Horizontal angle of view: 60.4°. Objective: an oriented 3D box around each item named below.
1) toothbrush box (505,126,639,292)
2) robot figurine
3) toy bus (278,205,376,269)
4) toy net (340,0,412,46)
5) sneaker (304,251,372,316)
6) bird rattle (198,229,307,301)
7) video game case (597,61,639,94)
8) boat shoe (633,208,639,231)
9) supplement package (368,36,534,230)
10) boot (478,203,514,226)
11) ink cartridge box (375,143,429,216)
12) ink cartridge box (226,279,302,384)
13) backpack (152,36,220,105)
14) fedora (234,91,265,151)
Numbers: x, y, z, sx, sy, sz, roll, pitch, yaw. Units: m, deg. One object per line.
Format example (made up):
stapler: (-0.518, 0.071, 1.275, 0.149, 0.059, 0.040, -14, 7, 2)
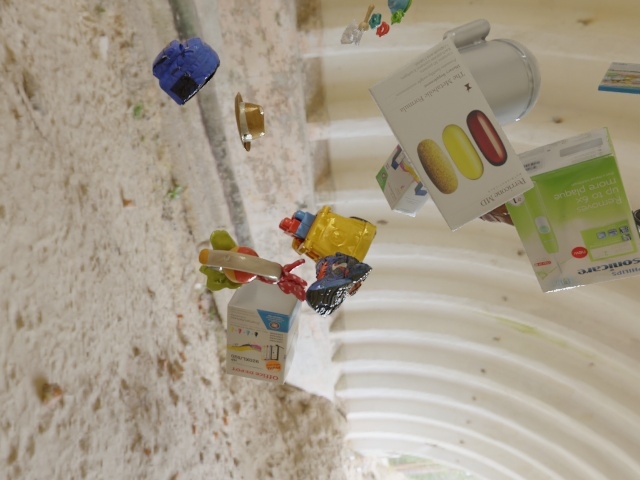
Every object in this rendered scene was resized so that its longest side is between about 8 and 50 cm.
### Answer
toothbrush box: (0.507, -0.052, 1.105, 0.283, 0.206, 0.122, 58, 34, -26)
robot figurine: (0.361, -0.347, 1.267, 0.200, 0.353, 0.300, 20, -53, 58)
toy bus: (0.000, 0.000, 1.301, 0.149, 0.211, 0.220, -65, -172, -12)
toy net: (0.142, -0.555, 1.429, 0.232, 0.045, 0.122, -21, -116, 49)
sneaker: (0.019, 0.076, 1.034, 0.083, 0.087, 0.221, -60, 165, 19)
bird rattle: (-0.154, 0.068, 1.195, 0.207, 0.253, 0.143, 34, 74, -71)
video game case: (0.779, -0.409, 1.382, 0.166, 0.119, 0.015, -46, 140, -39)
boat shoe: (0.850, -0.038, 1.322, 0.076, 0.080, 0.228, 43, 1, -35)
supplement package: (0.196, -0.157, 0.844, 0.244, 0.139, 0.134, 58, 13, -3)
boot: (0.544, -0.131, 1.678, 0.280, 0.096, 0.264, 29, -27, 56)
ink cartridge box: (0.261, -0.198, 1.524, 0.212, 0.093, 0.154, -54, -143, 34)
ink cartridge box: (-0.154, 0.244, 1.513, 0.168, 0.171, 0.233, -67, 165, -61)
backpack: (-0.263, -0.342, 1.079, 0.101, 0.120, 0.098, 42, 16, -39)
fedora: (-0.215, -0.375, 1.727, 0.194, 0.079, 0.194, -7, 90, -88)
